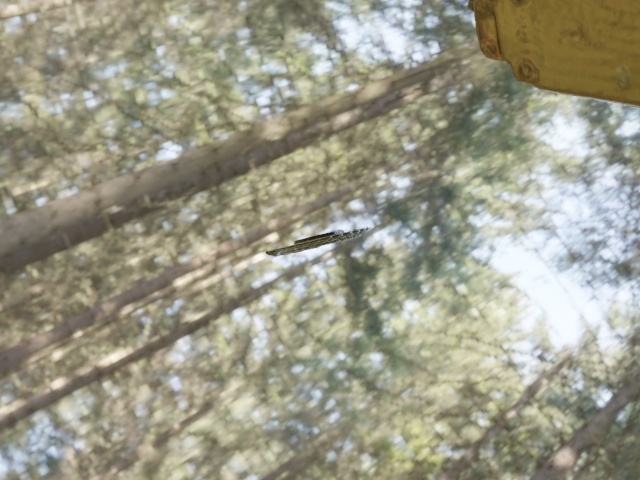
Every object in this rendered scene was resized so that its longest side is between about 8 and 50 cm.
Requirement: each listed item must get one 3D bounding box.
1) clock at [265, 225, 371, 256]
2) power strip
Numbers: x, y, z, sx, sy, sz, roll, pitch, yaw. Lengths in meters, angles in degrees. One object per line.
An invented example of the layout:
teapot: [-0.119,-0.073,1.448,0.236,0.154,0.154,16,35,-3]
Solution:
clock: [0.000,0.000,0.871,0.083,0.074,0.010,-15,-92,58]
power strip: [0.180,-0.081,0.485,0.305,0.044,0.064,19,-47,46]
